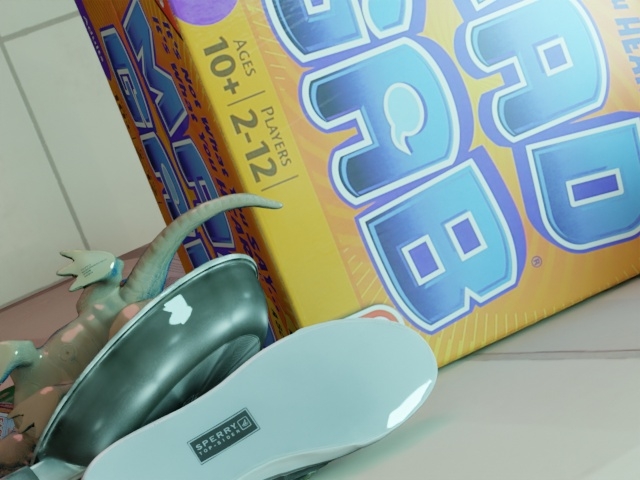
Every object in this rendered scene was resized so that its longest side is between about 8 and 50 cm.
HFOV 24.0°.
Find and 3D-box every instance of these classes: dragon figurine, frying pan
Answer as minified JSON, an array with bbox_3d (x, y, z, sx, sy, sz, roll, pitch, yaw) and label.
[{"bbox_3d":[-0.139,0.073,1.003,0.289,0.085,0.144,-49,-18,-4],"label":"dragon figurine"},{"bbox_3d":[-0.131,0.106,0.884,0.326,0.053,0.197,-24,-30,-58],"label":"frying pan"}]

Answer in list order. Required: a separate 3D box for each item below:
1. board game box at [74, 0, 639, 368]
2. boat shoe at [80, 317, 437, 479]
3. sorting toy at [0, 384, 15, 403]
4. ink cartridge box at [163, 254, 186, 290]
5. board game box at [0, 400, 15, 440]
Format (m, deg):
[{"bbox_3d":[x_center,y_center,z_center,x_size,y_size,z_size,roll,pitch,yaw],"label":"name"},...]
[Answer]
[{"bbox_3d":[0.052,-0.113,1.193,0.356,0.356,0.356,-23,7,-14],"label":"board game box"},{"bbox_3d":[-0.037,0.120,0.891,0.228,0.080,0.076,-29,-16,-19],"label":"boat shoe"},{"bbox_3d":[-0.183,0.110,1.448,0.274,0.046,0.132,-23,15,14],"label":"sorting toy"},{"bbox_3d":[-0.101,0.021,1.641,0.311,0.065,0.186,-40,11,-12],"label":"ink cartridge box"},{"bbox_3d":[-0.306,0.161,1.254,0.194,0.060,0.194,9,-5,13],"label":"board game box"}]
